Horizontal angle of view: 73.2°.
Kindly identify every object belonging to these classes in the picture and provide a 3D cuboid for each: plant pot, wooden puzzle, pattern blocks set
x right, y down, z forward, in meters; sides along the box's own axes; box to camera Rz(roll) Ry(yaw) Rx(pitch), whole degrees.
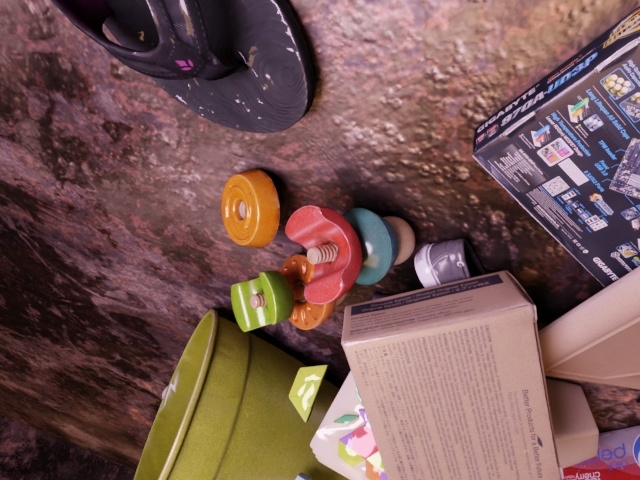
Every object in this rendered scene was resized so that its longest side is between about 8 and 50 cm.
[{"bbox_3d":[0.347,0.270,0.640,0.096,0.109,0.109,-12,127,16],"label":"plant pot"},{"bbox_3d":[0.379,0.107,0.478,0.238,0.044,0.221,16,138,-11],"label":"wooden puzzle"},{"bbox_3d":[0.087,0.259,0.609,0.285,0.325,0.026,12,170,18],"label":"pattern blocks set"},{"bbox_3d":[-0.103,0.358,0.778,0.353,0.366,0.366,24,138,-16],"label":"plant pot"}]

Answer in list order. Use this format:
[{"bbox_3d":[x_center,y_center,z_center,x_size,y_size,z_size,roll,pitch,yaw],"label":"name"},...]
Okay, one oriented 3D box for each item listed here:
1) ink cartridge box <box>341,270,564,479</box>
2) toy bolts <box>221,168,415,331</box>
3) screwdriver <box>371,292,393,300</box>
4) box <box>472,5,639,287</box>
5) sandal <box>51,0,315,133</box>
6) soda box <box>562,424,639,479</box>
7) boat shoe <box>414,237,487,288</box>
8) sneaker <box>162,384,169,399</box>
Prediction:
[{"bbox_3d":[0.148,0.171,0.493,0.193,0.088,0.235,-14,108,11],"label":"ink cartridge box"},{"bbox_3d":[0.000,0.000,0.544,0.228,0.158,0.218,-19,82,48],"label":"toy bolts"},{"bbox_3d":[0.157,0.099,0.621,0.169,0.025,0.024,8,134,5],"label":"screwdriver"},{"bbox_3d":[0.275,-0.066,0.378,0.220,0.051,0.175,39,135,-14],"label":"box"},{"bbox_3d":[-0.193,-0.247,0.370,0.446,0.107,0.167,43,134,-19],"label":"sandal"},{"bbox_3d":[0.488,0.345,0.651,0.083,0.092,0.263,33,136,-11],"label":"soda box"},{"bbox_3d":[0.212,0.083,0.539,0.076,0.080,0.228,-27,110,42],"label":"boat shoe"},{"bbox_3d":[-0.268,0.380,1.043,0.232,0.090,0.115,14,130,-1],"label":"sneaker"}]
